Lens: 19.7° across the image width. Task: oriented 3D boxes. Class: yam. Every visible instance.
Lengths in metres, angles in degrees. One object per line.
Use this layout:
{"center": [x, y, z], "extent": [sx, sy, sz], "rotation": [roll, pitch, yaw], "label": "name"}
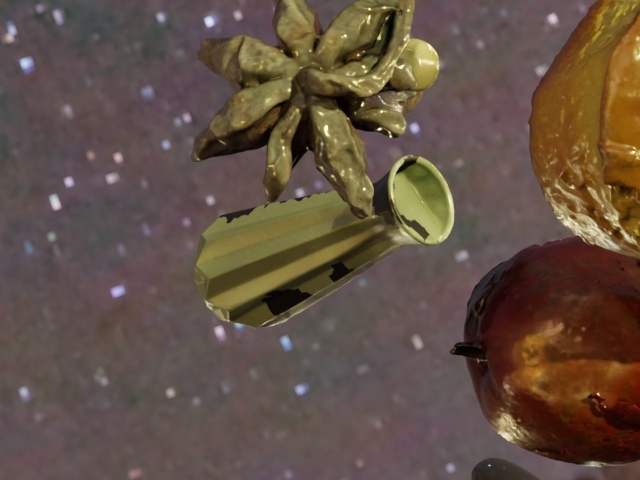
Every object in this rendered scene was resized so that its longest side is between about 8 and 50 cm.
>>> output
{"center": [0.105, -0.206, 2.376], "extent": [0.081, 0.081, 0.357], "rotation": [-22, -1, -4], "label": "yam"}

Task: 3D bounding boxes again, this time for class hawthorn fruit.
{"center": [0.318, 0.128, 2.226], "extent": [0.316, 0.316, 0.316], "rotation": [-19, -26, -10], "label": "hawthorn fruit"}

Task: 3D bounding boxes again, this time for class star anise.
{"center": [-0.016, -0.191, 2.050], "extent": [0.316, 0.359, 0.139], "rotation": [-24, -20, -3], "label": "star anise"}

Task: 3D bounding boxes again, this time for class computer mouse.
{"center": [0.287, 0.362, 2.339], "extent": [0.057, 0.232, 0.120], "rotation": [-49, -14, 24], "label": "computer mouse"}

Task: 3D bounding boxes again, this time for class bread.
{"center": [0.291, -0.097, 1.501], "extent": [0.268, 0.268, 0.146], "rotation": [0, 2, -40], "label": "bread"}

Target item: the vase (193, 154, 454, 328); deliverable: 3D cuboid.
{"center": [0.000, 0.000, 2.336], "extent": [0.360, 0.165, 0.165], "rotation": [-22, -19, 41], "label": "vase"}
